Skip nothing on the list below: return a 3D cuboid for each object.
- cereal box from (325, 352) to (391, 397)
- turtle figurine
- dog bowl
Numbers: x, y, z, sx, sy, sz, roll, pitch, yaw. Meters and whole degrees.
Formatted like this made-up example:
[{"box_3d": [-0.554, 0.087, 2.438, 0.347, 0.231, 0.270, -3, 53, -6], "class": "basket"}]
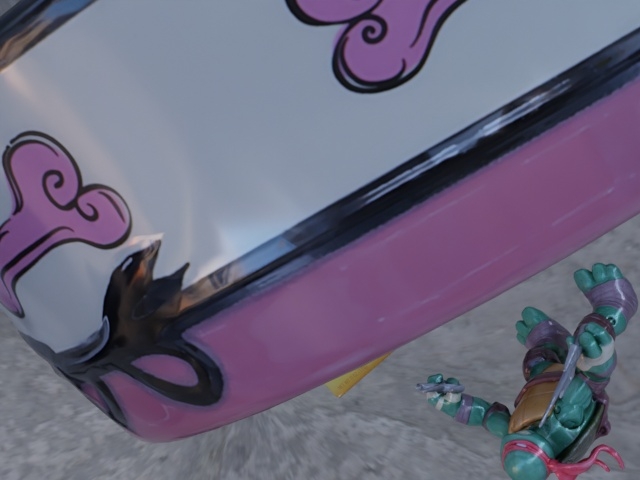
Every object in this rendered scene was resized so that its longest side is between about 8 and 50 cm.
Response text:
[{"box_3d": [0.000, 0.000, 1.284, 0.173, 0.047, 0.240, -42, 107, 4], "class": "cereal box"}, {"box_3d": [0.167, 0.113, 1.095, 0.175, 0.234, 0.118, -20, 106, 33], "class": "turtle figurine"}, {"box_3d": [0.036, -0.065, 0.586, 0.408, 0.408, 0.150, -30, 93, -5], "class": "dog bowl"}]
